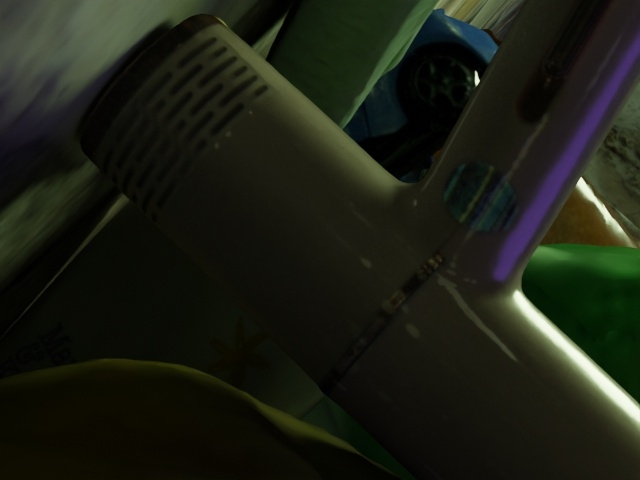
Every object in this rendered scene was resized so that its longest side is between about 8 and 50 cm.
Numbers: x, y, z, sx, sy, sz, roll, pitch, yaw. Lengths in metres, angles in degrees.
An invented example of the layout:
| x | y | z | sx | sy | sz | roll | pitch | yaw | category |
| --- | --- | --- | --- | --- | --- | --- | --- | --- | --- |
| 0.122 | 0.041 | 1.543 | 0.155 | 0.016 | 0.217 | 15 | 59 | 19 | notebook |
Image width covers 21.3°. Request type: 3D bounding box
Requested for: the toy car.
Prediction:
| x | y | z | sx | sy | sz | roll | pitch | yaw | category |
| --- | --- | --- | --- | --- | --- | --- | --- | --- | --- |
| -0.018 | -0.021 | 0.686 | 0.216 | 0.063 | 0.103 | -35 | 173 | -18 | toy car |

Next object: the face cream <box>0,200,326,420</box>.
| x | y | z | sx | sy | sz | roll | pitch | yaw | category |
| --- | --- | --- | --- | --- | --- | --- | --- | --- | --- |
| -0.082 | 0.063 | 0.565 | 0.224 | 0.114 | 0.070 | -45 | 145 | 12 | face cream |

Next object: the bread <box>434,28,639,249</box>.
| x | y | z | sx | sy | sz | roll | pitch | yaw | category |
| --- | --- | --- | --- | --- | --- | --- | --- | --- | --- |
| 0.048 | 0.113 | 0.846 | 0.323 | 0.333 | 0.143 | -49 | -155 | -23 | bread |

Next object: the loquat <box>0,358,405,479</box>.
| x | y | z | sx | sy | sz | roll | pitch | yaw | category |
| --- | --- | --- | --- | --- | --- | --- | --- | --- | --- |
| -0.077 | 0.171 | 0.412 | 0.284 | 0.276 | 0.276 | -58 | 177 | 11 | loquat |

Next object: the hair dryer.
| x | y | z | sx | sy | sz | roll | pitch | yaw | category |
| --- | --- | --- | --- | --- | --- | --- | --- | --- | --- |
| 0.081 | -0.035 | 0.412 | 0.220 | 0.195 | 0.054 | -47 | 173 | 10 | hair dryer |

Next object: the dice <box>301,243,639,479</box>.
| x | y | z | sx | sy | sz | roll | pitch | yaw | category |
| --- | --- | --- | --- | --- | --- | --- | --- | --- | --- |
| 0.126 | 0.152 | 0.622 | 0.300 | 0.287 | 0.297 | 4 | -96 | 53 | dice |

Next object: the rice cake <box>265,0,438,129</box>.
| x | y | z | sx | sy | sz | roll | pitch | yaw | category |
| --- | --- | --- | --- | --- | --- | --- | --- | --- | --- |
| 0.043 | -0.111 | 0.503 | 0.080 | 0.042 | 0.221 | -53 | -179 | -37 | rice cake |
